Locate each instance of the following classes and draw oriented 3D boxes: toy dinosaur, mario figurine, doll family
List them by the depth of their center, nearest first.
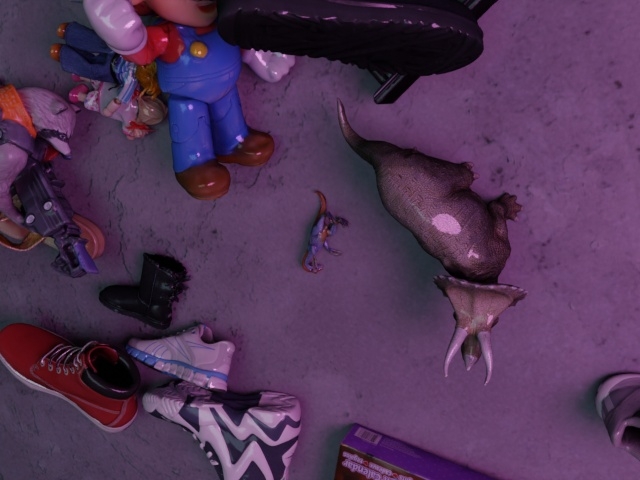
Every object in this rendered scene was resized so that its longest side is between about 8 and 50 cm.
[{"bbox_3d":[-0.114,-0.198,0.583,0.170,0.198,0.321,-8,128,4],"label":"mario figurine"},{"bbox_3d":[0.123,-0.033,0.585,0.121,0.160,0.314,-30,92,25],"label":"toy dinosaur"},{"bbox_3d":[-0.244,-0.246,0.697,0.163,0.118,0.263,21,110,15],"label":"doll family"},{"bbox_3d":[0.000,0.000,0.719,0.082,0.047,0.090,-45,52,33],"label":"toy dinosaur"}]

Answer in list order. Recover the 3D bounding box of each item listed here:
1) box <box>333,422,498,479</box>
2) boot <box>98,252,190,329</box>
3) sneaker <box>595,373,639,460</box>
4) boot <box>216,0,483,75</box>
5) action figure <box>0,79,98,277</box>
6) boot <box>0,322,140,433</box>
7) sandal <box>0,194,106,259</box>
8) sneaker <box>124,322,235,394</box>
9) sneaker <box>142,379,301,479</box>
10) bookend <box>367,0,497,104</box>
[{"bbox_3d":[0.150,0.379,0.723,0.293,0.057,0.201,15,108,22],"label":"box"},{"bbox_3d":[-0.250,0.063,0.818,0.121,0.045,0.099,23,113,7],"label":"boot"},{"bbox_3d":[0.392,0.191,0.551,0.228,0.132,0.086,-4,102,23],"label":"sneaker"},{"bbox_3d":[0.029,-0.266,0.509,0.246,0.094,0.207,4,81,-13],"label":"boot"},{"bbox_3d":[-0.448,-0.071,0.748,0.330,0.178,0.341,-39,79,-7],"label":"action figure"},{"bbox_3d":[-0.365,0.166,0.832,0.244,0.088,0.176,31,139,5],"label":"boot"},{"bbox_3d":[-0.439,-0.022,0.850,0.240,0.079,0.088,18,109,17],"label":"sandal"},{"bbox_3d":[-0.193,0.154,0.816,0.190,0.071,0.083,9,67,30],"label":"sneaker"},{"bbox_3d":[-0.141,0.285,0.803,0.234,0.094,0.153,3,96,10],"label":"sneaker"},{"bbox_3d":[0.073,-0.254,0.597,0.156,0.072,0.157,-42,86,25],"label":"bookend"}]
